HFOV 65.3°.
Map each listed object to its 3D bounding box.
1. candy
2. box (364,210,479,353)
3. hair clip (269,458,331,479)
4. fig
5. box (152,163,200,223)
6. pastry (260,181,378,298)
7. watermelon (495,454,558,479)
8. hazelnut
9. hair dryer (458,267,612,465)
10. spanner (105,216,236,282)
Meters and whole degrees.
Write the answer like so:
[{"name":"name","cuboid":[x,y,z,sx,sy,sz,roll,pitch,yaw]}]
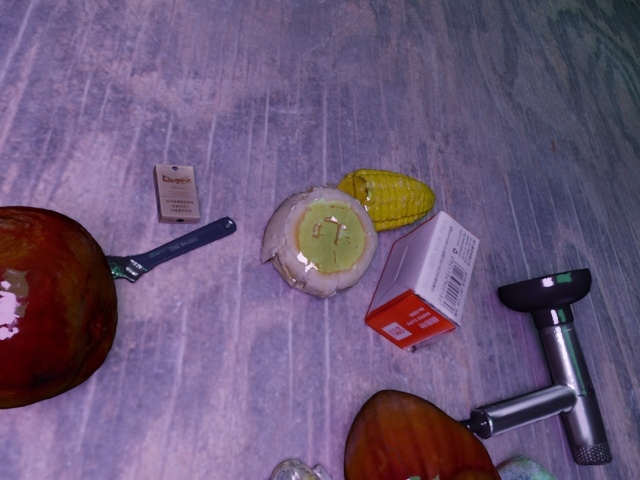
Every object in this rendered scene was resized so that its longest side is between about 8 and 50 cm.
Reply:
[{"name":"candy","cuboid":[0.118,-0.066,0.839,0.199,0.094,0.106,-5,102,-38]},{"name":"box","cuboid":[0.160,0.064,0.766,0.099,0.133,0.182,35,49,-10]},{"name":"hair clip","cuboid":[-0.018,0.337,0.553,0.146,0.056,0.187,-21,74,-45]},{"name":"fig","cuboid":[-0.336,0.077,0.444,0.290,0.190,0.191,-14,71,-19]},{"name":"box","cuboid":[-0.198,-0.064,0.685,0.053,0.024,0.083,2,62,-32]},{"name":"pastry","cuboid":[0.000,0.000,0.717,0.166,0.088,0.166,5,74,-17]},{"name":"watermelon","cuboid":[0.298,0.357,0.728,0.084,0.092,0.072,67,13,5]},{"name":"hazelnut","cuboid":[0.122,0.278,0.586,0.212,0.181,0.181,58,44,-17]},{"name":"hair dryer","cuboid":[0.355,0.200,0.805,0.284,0.155,0.320,11,67,-39]},{"name":"spanner","cuboid":[-0.196,0.010,0.653,0.208,0.012,0.046,-28,80,-39]}]
